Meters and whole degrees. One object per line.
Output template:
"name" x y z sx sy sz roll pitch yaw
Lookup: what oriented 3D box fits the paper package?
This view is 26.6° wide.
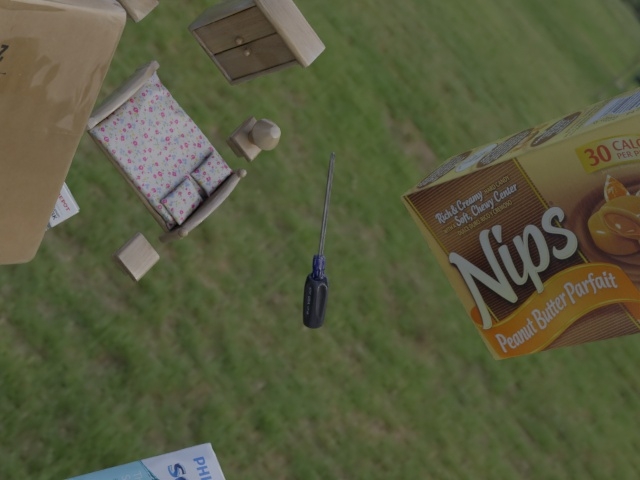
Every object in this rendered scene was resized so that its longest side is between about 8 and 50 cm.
"paper package" -0.379 -0.136 1.241 0.168 0.309 0.325 38 24 31

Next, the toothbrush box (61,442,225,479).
"toothbrush box" -0.202 0.327 1.180 0.295 0.126 0.216 -13 53 -21

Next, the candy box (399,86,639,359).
"candy box" 0.231 -0.013 1.145 0.087 0.316 0.183 -37 102 -36

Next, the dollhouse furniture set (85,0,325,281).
"dollhouse furniture set" -0.183 -0.181 1.697 0.303 0.174 0.355 53 58 -20

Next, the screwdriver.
"screwdriver" 0.000 0.000 1.186 0.024 0.170 0.025 -6 24 -24

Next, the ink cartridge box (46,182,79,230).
"ink cartridge box" -0.481 -0.058 2.242 0.099 0.135 0.056 60 -6 -7
